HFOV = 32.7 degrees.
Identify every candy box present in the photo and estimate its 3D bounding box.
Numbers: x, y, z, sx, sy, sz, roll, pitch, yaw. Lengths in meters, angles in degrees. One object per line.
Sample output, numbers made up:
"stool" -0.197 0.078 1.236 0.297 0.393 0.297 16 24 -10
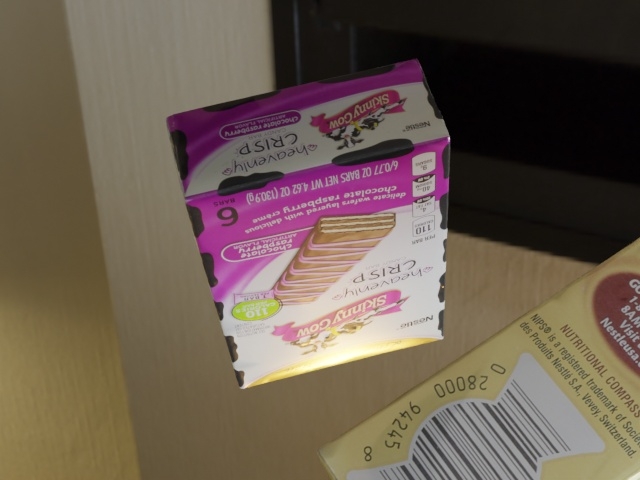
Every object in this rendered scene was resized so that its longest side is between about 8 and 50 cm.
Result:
"candy box" 0.161 0.072 0.517 0.316 0.183 0.087 -31 -118 -9
"candy box" 0.000 0.000 0.723 0.159 0.233 0.071 -14 -124 -4
